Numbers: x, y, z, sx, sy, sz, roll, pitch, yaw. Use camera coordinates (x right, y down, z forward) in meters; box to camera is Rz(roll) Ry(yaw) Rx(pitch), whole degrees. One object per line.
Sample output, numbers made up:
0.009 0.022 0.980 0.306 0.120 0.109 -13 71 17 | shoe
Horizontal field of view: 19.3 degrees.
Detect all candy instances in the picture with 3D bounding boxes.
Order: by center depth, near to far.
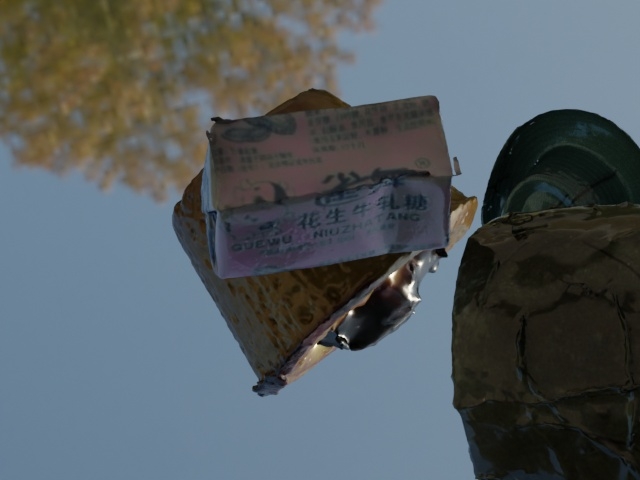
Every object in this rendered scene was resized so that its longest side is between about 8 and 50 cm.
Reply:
0.004 -0.035 1.190 0.160 0.092 0.073 -8 -121 -5 | candy

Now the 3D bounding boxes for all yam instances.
0.259 0.080 1.146 0.348 0.241 0.241 0 -144 32 | yam

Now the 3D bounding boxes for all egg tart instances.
0.000 0.000 1.357 0.215 0.215 0.171 -36 -99 -30 | egg tart

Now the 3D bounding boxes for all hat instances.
0.189 -0.012 1.525 0.138 0.191 0.078 36 -137 20 | hat
